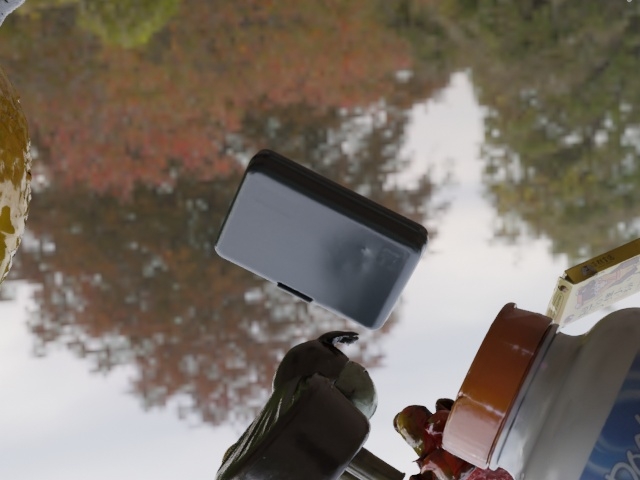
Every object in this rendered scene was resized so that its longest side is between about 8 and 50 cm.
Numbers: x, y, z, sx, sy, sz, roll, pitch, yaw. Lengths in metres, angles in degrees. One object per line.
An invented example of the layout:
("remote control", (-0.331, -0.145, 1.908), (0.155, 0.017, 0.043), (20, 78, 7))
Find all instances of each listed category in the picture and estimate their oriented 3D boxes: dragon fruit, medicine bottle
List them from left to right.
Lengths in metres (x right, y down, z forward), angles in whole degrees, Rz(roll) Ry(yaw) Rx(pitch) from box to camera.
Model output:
("dragon fruit", (0.154, 0.227, 1.564), (0.208, 0.133, 0.150), (33, 176, 27))
("medicine bottle", (0.219, 0.137, 0.902), (0.289, 0.157, 0.157), (24, -165, 12))

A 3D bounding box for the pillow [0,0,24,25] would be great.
("pillow", (-0.439, -0.331, 1.981), (0.326, 0.228, 0.101), (-37, 135, 25))

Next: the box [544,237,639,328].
("box", (0.279, 0.033, 1.485), (0.149, 0.073, 0.020), (-22, -122, -23))

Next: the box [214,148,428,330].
("box", (0.000, 0.000, 1.865), (0.230, 0.160, 0.050), (26, -142, 0))

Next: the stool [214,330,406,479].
("stool", (-0.002, 0.162, 1.250), (0.125, 0.121, 0.217), (-46, -173, 36))

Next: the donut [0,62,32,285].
("donut", (-0.261, -0.030, 0.779), (0.278, 0.277, 0.108), (1, 170, 30))

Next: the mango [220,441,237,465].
("mango", (-0.056, 0.225, 1.493), (0.079, 0.057, 0.114), (21, -171, -18))
